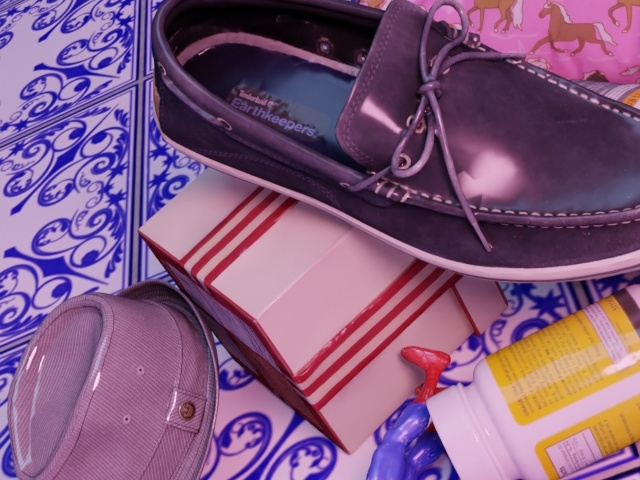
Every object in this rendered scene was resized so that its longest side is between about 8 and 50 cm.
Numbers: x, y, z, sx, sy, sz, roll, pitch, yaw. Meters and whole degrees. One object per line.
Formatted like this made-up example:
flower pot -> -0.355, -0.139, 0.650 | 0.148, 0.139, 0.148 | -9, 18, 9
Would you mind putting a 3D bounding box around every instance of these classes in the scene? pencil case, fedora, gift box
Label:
pencil case -> 0.223, -0.237, 1.346 | 0.386, 0.167, 0.160 | 8, 60, 34
fedora -> -0.218, 0.161, 1.212 | 0.243, 0.124, 0.275 | 14, 84, 45
gift box -> 0.000, 0.000, 1.232 | 0.258, 0.255, 0.276 | -42, 46, -13

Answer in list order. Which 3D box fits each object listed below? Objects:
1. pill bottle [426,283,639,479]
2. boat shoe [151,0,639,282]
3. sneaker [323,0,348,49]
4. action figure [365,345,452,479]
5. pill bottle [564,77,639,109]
pill bottle -> 0.202, 0.132, 1.053 | 0.208, 0.119, 0.119 | -27, 37, 5
boat shoe -> 0.074, -0.098, 1.022 | 0.500, 0.156, 0.187 | 18, 66, 19
sneaker -> 0.078, -0.234, 1.558 | 0.208, 0.127, 0.319 | -23, 38, 14
action figure -> 0.023, 0.224, 1.099 | 0.139, 0.091, 0.280 | 0, 45, 26
pill bottle -> 0.229, -0.084, 1.247 | 0.278, 0.162, 0.162 | 15, 56, 44
